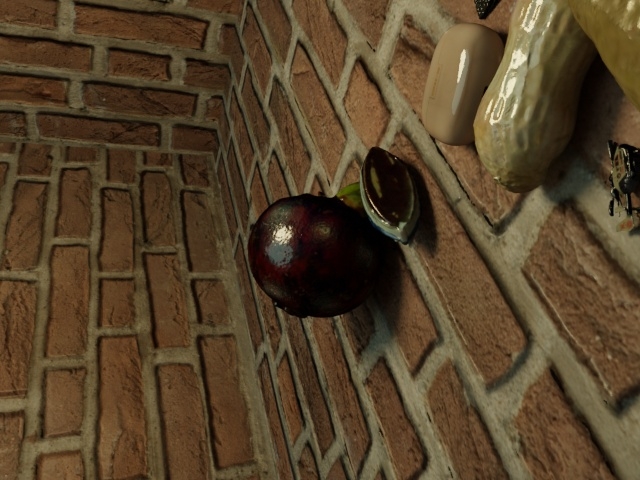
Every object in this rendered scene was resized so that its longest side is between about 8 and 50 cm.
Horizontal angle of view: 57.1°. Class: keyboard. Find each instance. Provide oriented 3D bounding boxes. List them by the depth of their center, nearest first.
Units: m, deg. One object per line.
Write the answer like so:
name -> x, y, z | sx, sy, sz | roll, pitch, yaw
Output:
keyboard -> 0.269, -0.475, 1.020 | 0.060, 0.018, 0.195 | 124, 143, -59

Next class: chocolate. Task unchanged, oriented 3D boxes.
chocolate -> 0.290, -0.213, 0.788 | 0.134, 0.134, 0.308 | -125, 40, -58

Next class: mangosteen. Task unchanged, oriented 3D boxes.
mangosteen -> 0.000, 0.000, 1.331 | 0.359, 0.306, 0.306 | -68, 21, -4

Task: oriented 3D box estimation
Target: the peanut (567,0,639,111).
peanut -> 0.352, -0.262, 0.578 | 0.192, 0.170, 0.386 | -53, 40, 48

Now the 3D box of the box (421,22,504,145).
box -> 0.237, -0.261, 0.990 | 0.146, 0.088, 0.200 | -127, 43, -59

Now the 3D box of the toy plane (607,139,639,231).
toy plane -> 0.370, -0.070, 0.713 | 0.049, 0.031, 0.120 | 147, 124, -72

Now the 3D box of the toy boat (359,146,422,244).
toy boat -> 0.144, -0.088, 1.215 | 0.115, 0.114, 0.261 | 64, -170, -58
